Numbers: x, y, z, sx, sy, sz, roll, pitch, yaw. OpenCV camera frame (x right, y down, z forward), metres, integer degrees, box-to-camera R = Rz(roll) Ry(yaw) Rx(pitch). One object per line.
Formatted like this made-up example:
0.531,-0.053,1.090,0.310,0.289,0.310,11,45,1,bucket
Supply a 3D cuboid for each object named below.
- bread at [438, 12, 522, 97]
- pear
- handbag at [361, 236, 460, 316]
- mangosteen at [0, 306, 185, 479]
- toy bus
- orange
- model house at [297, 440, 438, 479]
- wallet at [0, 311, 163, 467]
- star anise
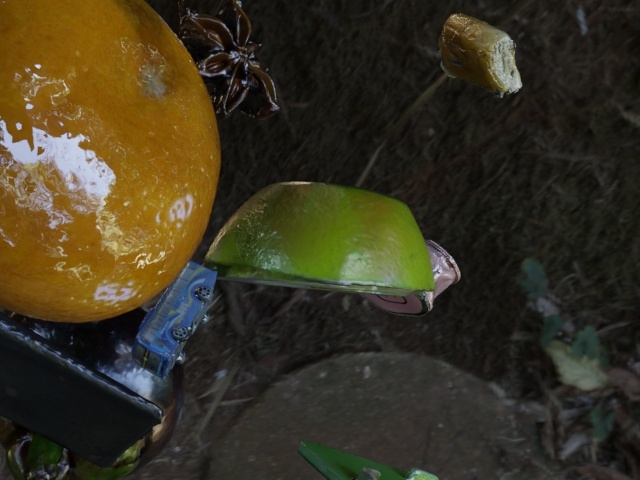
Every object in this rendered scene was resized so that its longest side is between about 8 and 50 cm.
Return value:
0.159,-0.190,1.050,0.053,0.106,0.072,-25,121,-15,bread
0.002,-0.003,1.720,0.399,0.399,0.165,6,86,-17,pear
0.168,0.068,2.071,0.116,0.205,0.179,-55,127,-22,handbag
-0.340,0.224,1.448,0.300,0.300,0.300,5,74,-18,mangosteen
-0.168,0.091,1.204,0.061,0.051,0.153,24,44,4,toy bus
-0.173,-0.062,0.632,0.240,0.171,0.240,32,49,-48,orange
0.096,0.406,0.904,0.340,0.300,0.323,27,94,-40,model house
-0.353,0.161,1.223,0.321,0.170,0.044,32,40,-16,wallet
-0.161,-0.302,1.760,0.190,0.126,0.220,2,72,-33,star anise
